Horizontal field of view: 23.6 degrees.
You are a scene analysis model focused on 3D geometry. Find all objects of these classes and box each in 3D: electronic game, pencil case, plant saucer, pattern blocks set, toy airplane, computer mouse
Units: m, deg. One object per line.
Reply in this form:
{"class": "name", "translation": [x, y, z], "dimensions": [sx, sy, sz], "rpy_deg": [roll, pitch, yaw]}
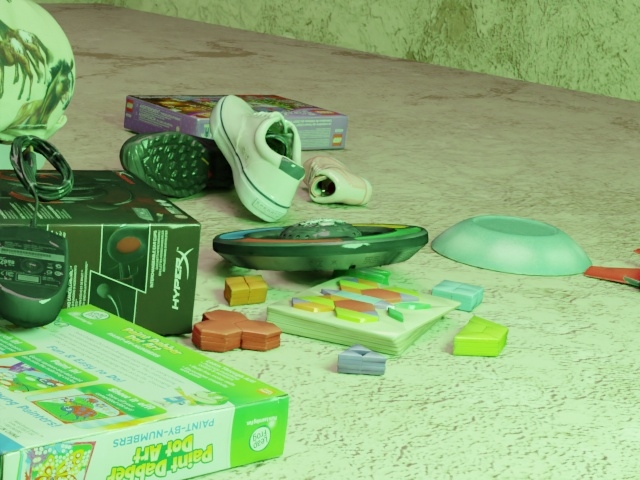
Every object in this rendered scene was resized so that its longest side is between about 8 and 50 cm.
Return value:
{"class": "electronic game", "translation": [0.000, 0.000, 1.622], "dimensions": [0.229, 0.048, 0.229], "rpy_deg": [-1, 5, 0]}
{"class": "pencil case", "translation": [-0.370, -0.135, 1.386], "dimensions": [0.160, 0.184, 0.410], "rpy_deg": [-21, 4, 21]}
{"class": "plant saucer", "translation": [0.230, 0.000, 1.829], "dimensions": [0.195, 0.037, 0.195], "rpy_deg": [6, 14, -2]}
{"class": "pattern blocks set", "translation": [0.038, 0.068, 1.474], "dimensions": [0.285, 0.026, 0.325], "rpy_deg": [9, 13, 10]}
{"class": "toy airplane", "translation": [0.386, 0.035, 1.766], "dimensions": [0.151, 0.028, 0.151], "rpy_deg": [5, 13, -1]}
{"class": "computer mouse", "translation": [-0.239, -0.008, 1.259], "dimensions": [0.071, 0.041, 0.242], "rpy_deg": [10, 35, -13]}

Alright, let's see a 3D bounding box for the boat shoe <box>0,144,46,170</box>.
{"class": "boat shoe", "translation": [-0.470, -0.119, 1.894], "dimensions": [0.258, 0.095, 0.084], "rpy_deg": [7, -9, -32]}

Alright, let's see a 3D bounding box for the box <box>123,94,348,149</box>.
{"class": "box", "translation": [-0.131, -0.186, 2.405], "dimensions": [0.293, 0.057, 0.201], "rpy_deg": [-5, 18, -40]}

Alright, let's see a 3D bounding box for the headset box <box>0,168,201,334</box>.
{"class": "headset box", "translation": [-0.284, 0.008, 1.394], "dimensions": [0.293, 0.110, 0.218], "rpy_deg": [0, 15, -25]}

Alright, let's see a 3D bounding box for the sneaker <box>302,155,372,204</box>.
{"class": "sneaker", "translation": [0.002, -0.082, 2.035], "dimensions": [0.070, 0.051, 0.134], "rpy_deg": [2, 17, -40]}

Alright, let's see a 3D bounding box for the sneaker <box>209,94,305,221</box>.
{"class": "sneaker", "translation": [-0.069, -0.122, 1.938], "dimensions": [0.094, 0.091, 0.258], "rpy_deg": [31, 20, -34]}

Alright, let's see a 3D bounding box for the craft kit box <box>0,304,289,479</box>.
{"class": "craft kit box", "translation": [-0.195, 0.115, 1.112], "dimensions": [0.246, 0.061, 0.250], "rpy_deg": [-10, 21, -43]}

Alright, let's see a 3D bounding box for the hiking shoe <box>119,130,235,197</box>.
{"class": "hiking shoe", "translation": [-0.195, -0.099, 1.993], "dimensions": [0.114, 0.086, 0.227], "rpy_deg": [5, 1, 35]}
